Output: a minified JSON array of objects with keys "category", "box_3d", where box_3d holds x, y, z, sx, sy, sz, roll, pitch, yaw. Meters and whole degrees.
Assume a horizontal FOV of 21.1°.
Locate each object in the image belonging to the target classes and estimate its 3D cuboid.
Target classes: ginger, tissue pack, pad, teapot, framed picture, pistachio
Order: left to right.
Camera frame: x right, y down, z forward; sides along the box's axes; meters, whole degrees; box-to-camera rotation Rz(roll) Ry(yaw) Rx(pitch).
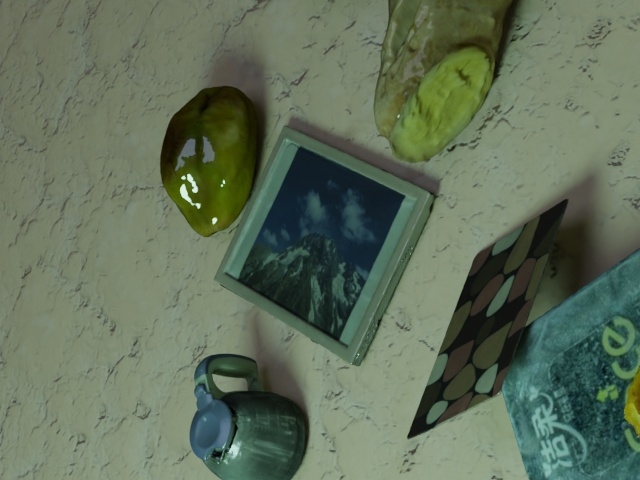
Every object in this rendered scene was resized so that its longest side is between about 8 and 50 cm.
[{"category":"pistachio","box_3d":[-0.127,-0.100,2.027,0.110,0.100,0.189,-6,68,50]},{"category":"teapot","box_3d":[-0.083,0.194,1.850,0.111,0.108,0.149,-2,73,45]},{"category":"framed picture","box_3d":[0.000,0.000,1.910,0.281,0.019,0.209,25,93,49]},{"category":"ginger","box_3d":[0.136,-0.251,1.787,0.190,0.126,0.354,7,78,43]},{"category":"pad","box_3d":[0.157,0.074,1.620,0.158,0.003,0.235,-36,24,52]},{"category":"tissue pack","box_3d":[0.310,0.118,1.462,0.315,0.103,0.228,-39,47,29]}]

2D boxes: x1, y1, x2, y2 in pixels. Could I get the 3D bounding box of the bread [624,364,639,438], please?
[{"category":"bread","box_3d":[0.405,0.166,1.247,0.380,0.109,0.185,37,111,26]}]
